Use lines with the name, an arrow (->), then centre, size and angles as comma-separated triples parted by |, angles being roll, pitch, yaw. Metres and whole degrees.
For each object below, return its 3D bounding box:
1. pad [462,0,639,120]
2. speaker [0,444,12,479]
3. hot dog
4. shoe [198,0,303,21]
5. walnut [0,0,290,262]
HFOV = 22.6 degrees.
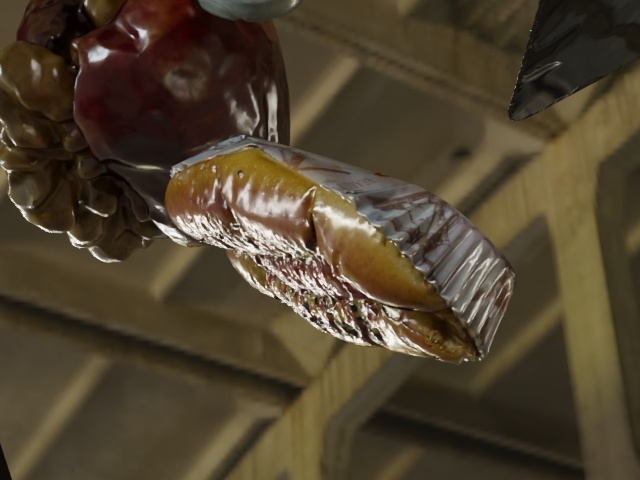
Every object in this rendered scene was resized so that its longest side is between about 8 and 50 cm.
pad -> 0.264, -0.265, 1.572 | 0.315, 0.063, 0.375 | -29, -24, -19
speaker -> -0.229, 0.148, 1.026 | 0.040, 0.191, 0.046 | -13, 8, 26
hot dog -> 0.000, 0.000, 0.917 | 0.144, 0.075, 0.268 | 45, -14, -30
shoe -> -0.085, -0.254, 1.060 | 0.099, 0.227, 0.125 | -34, -17, -31
walnut -> -0.133, -0.095, 1.247 | 0.222, 0.244, 0.269 | 20, -27, 36
